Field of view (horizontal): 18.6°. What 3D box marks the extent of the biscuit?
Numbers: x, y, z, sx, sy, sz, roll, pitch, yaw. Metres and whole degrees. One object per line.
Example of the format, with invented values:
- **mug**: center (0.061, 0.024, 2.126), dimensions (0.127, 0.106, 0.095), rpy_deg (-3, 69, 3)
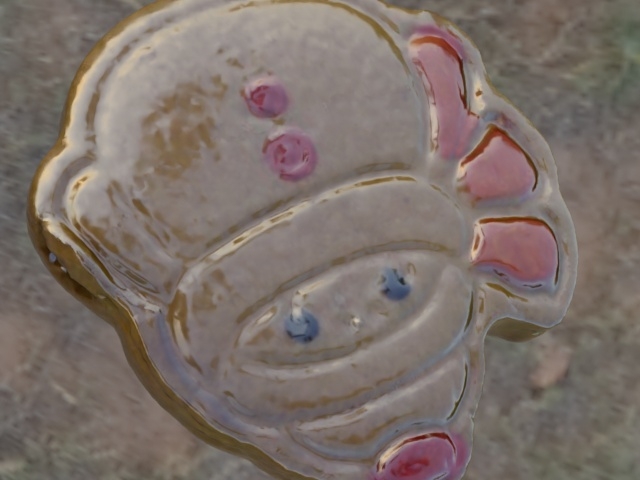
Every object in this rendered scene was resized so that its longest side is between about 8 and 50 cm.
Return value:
- **biscuit**: center (0.000, 0.000, 1.305), dimensions (0.358, 0.074, 0.381), rpy_deg (-21, 78, -19)
